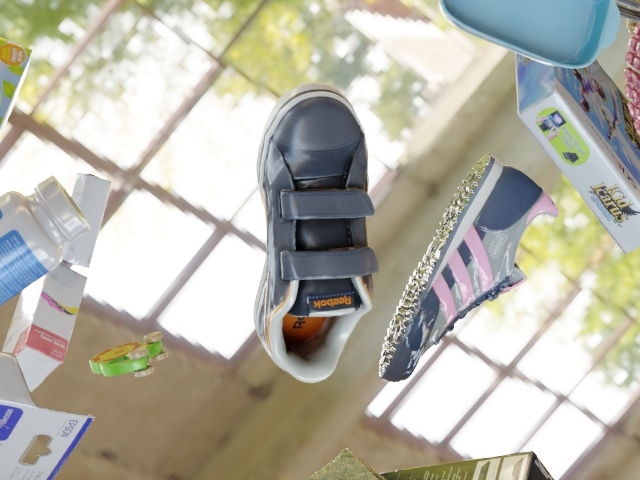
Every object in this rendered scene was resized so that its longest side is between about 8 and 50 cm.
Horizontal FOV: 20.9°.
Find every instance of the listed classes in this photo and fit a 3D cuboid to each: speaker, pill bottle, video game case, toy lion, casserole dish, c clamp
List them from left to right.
[{"bbox_3d":[-0.427,0.011,2.342,0.124,0.221,0.124,56,178,2],"label":"pill bottle"},{"bbox_3d":[-0.350,-0.031,2.560,0.055,0.136,0.055,13,177,1],"label":"speaker"},{"bbox_3d":[-0.243,0.146,2.145,0.100,0.096,0.034,-52,-53,-72],"label":"toy lion"},{"bbox_3d":[0.191,-0.228,1.641,0.188,0.114,0.037,20,165,-9],"label":"casserole dish"},{"bbox_3d":[0.336,-0.151,2.191,0.244,0.061,0.269,49,-155,-24],"label":"video game case"},{"bbox_3d":[0.403,-0.313,2.307,0.160,0.022,0.137,21,-155,11],"label":"c clamp"}]

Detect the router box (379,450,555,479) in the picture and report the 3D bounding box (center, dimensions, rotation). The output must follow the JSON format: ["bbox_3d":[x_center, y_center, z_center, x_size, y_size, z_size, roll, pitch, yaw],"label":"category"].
[{"bbox_3d":[0.210,0.388,2.075,0.309,0.243,0.081,53,-141,-33],"label":"router box"}]

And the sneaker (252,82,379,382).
[{"bbox_3d":[0.000,0.000,1.827,0.126,0.321,0.127,-5,-151,-17],"label":"sneaker"}]

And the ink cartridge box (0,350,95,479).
[{"bbox_3d":[-0.420,0.156,1.683,0.370,0.176,0.069,14,-127,-19],"label":"ink cartridge box"}]

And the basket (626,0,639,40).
[{"bbox_3d":[0.628,-0.306,2.536,0.299,0.213,0.223,6,-151,35],"label":"basket"}]

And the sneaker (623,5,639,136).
[{"bbox_3d":[0.392,-0.222,1.801,0.112,0.299,0.121,1,-175,-21],"label":"sneaker"}]

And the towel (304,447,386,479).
[{"bbox_3d":[0.015,0.284,1.771,0.110,0.148,0.027,40,146,26],"label":"towel"}]

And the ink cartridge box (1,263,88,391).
[{"bbox_3d":[-0.409,0.110,2.578,0.067,0.115,0.198,27,-129,-21],"label":"ink cartridge box"}]

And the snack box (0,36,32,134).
[{"bbox_3d":[-0.499,-0.191,2.303,0.174,0.207,0.070,22,150,-7],"label":"snack box"}]

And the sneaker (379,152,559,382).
[{"bbox_3d":[0.189,0.057,2.202,0.131,0.319,0.112,27,-171,-10],"label":"sneaker"}]
